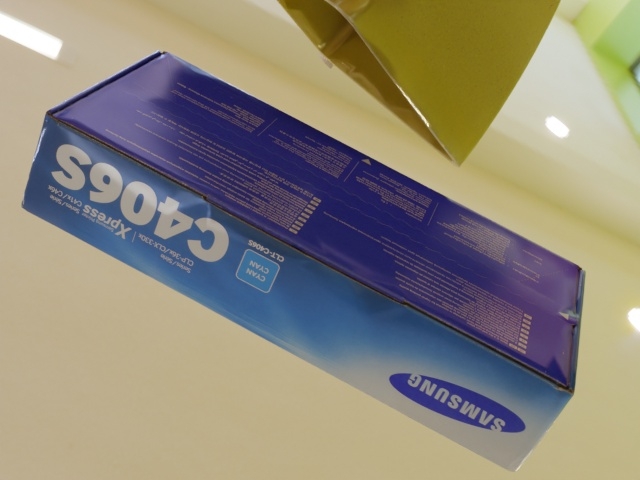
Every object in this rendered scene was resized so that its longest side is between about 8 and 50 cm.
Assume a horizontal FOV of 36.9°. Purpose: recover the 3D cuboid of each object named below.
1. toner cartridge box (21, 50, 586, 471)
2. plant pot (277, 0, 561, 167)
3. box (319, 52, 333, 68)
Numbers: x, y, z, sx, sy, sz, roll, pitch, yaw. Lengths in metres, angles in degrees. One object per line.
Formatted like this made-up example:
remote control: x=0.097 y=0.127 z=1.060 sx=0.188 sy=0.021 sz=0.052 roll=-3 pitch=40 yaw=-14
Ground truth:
toner cartridge box: x=0.000 y=0.000 z=0.635 sx=0.347 sy=0.075 sz=0.165 roll=28 pitch=-150 yaw=4
plant pot: x=0.073 y=-0.224 z=0.750 sx=0.212 sy=0.187 sz=0.212 roll=46 pitch=-178 yaw=39
box: x=0.038 y=-0.304 z=1.388 sx=0.027 sy=0.094 sz=0.137 roll=43 pitch=179 yaw=1
